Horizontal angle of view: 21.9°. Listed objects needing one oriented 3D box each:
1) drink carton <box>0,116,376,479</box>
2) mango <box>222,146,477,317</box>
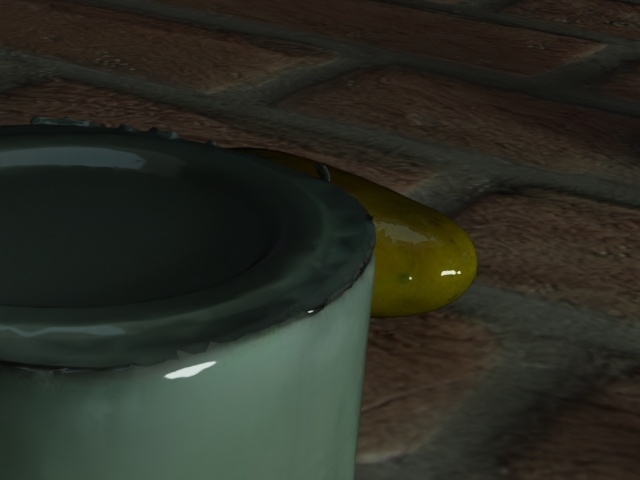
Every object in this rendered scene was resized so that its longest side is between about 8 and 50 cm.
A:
[{"bbox_3d":[-0.073,0.084,0.410,0.191,0.189,0.185,16,27,29],"label":"drink carton"},{"bbox_3d":[0.000,0.000,0.829,0.161,0.076,0.103,13,16,11],"label":"mango"}]
